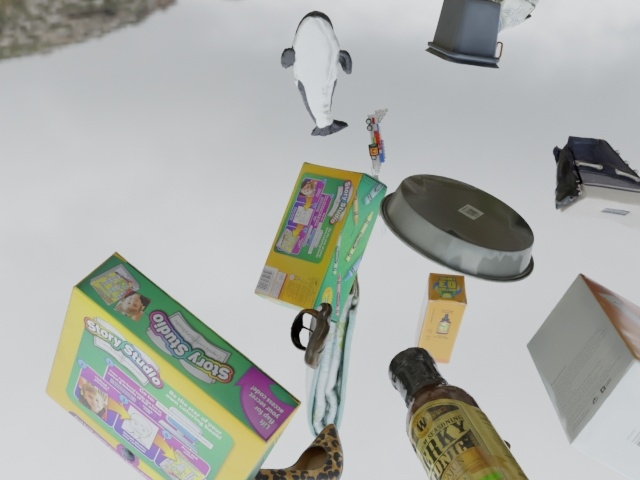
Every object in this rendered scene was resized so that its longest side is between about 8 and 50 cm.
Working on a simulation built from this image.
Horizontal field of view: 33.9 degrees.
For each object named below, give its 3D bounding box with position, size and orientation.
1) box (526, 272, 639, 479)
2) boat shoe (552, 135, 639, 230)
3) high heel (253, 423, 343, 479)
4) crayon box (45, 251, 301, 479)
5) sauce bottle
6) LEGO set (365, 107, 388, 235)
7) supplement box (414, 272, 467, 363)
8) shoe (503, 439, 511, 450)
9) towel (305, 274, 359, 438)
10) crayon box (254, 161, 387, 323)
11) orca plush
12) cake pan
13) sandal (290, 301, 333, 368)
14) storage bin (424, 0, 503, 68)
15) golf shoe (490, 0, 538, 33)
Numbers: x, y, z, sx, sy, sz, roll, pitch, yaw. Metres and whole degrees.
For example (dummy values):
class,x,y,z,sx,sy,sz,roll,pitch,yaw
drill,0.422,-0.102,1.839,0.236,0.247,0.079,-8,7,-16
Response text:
class,x,y,z,sx,sy,sz,roll,pitch,yaw
box,0.493,0.227,1.687,0.215,0.168,0.345,29,-163,-10
boat shoe,0.631,-0.122,2.179,0.341,0.158,0.127,10,154,-27
high heel,-0.048,0.413,2.003,0.093,0.186,0.261,-20,-148,36
crayon box,-0.239,0.240,1.620,0.363,0.313,0.106,38,-133,8
sauce bottle,0.177,0.267,1.371,0.111,0.111,0.344,-10,-148,-15
LEGO set,0.130,-0.153,2.225,0.060,0.244,0.182,-8,-127,5
supplement box,0.244,0.162,2.152,0.078,0.233,0.080,6,-125,0
shoe,0.305,0.442,2.033,0.077,0.058,0.219,24,-160,32
towel,0.028,0.256,2.569,0.090,0.374,0.320,9,-163,-3
crayon box,0.000,0.000,1.986,0.165,0.278,0.081,15,171,44
orca plush,0.010,-0.372,2.263,0.151,0.287,0.102,-10,-146,21
cake pan,0.249,-0.030,1.844,0.293,0.054,0.293,17,-153,-9
sandal,-0.019,0.146,1.640,0.060,0.090,0.219,14,-169,1
storage bin,0.217,-0.304,1.515,0.098,0.091,0.135,6,-162,-12
golf shoe,0.307,-0.391,1.681,0.086,0.069,0.176,-12,170,3
